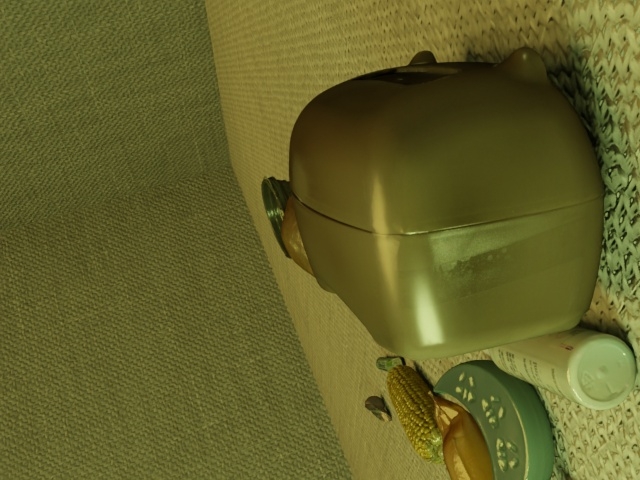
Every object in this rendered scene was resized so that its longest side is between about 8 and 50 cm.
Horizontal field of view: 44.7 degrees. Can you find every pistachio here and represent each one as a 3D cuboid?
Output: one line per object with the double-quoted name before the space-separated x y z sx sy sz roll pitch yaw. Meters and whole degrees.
"pistachio" 0.000 0.000 1.845 0.213 0.163 0.260 49 180 -37

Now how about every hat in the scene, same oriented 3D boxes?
"hat" 0.162 0.450 2.095 0.087 0.042 0.058 27 149 25

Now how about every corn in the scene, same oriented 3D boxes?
"corn" 0.200 0.344 1.562 0.260 0.091 0.091 -117 11 -61

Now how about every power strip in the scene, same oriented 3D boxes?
"power strip" 0.254 0.277 1.099 0.167 0.054 0.253 -62 40 42

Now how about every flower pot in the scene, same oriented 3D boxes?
"flower pot" -0.059 -0.077 2.063 0.235 0.140 0.235 160 90 -80

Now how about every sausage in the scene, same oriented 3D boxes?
"sausage" 0.262 0.386 1.264 0.112 0.112 0.328 87 162 -55

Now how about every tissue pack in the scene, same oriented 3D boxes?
"tissue pack" 0.112 -0.058 0.849 0.387 0.267 0.277 -141 39 -71

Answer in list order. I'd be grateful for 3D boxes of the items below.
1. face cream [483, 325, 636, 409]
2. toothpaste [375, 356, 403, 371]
"face cream" 0.260 0.131 0.915 0.269 0.082 0.082 -172 64 -78
"toothpaste" 0.164 0.293 1.830 0.197 0.029 0.048 155 97 -77
